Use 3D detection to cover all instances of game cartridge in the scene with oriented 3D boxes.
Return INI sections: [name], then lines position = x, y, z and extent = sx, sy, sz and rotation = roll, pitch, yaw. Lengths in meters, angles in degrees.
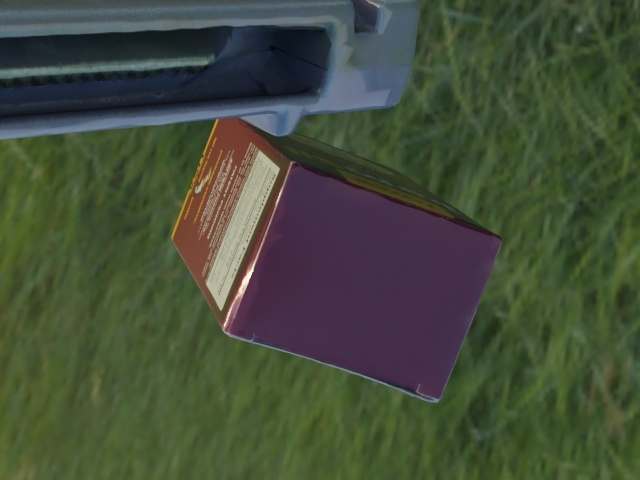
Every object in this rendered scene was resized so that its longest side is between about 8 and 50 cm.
[game cartridge]
position = -0.163, -0.089, 0.562
extent = 0.230, 0.068, 0.355
rotation = 24, -157, 40

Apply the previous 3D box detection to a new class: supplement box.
[supplement box]
position = 0.000, 0.000, 0.760
extent = 0.104, 0.081, 0.188
rotation = 20, -173, -16
